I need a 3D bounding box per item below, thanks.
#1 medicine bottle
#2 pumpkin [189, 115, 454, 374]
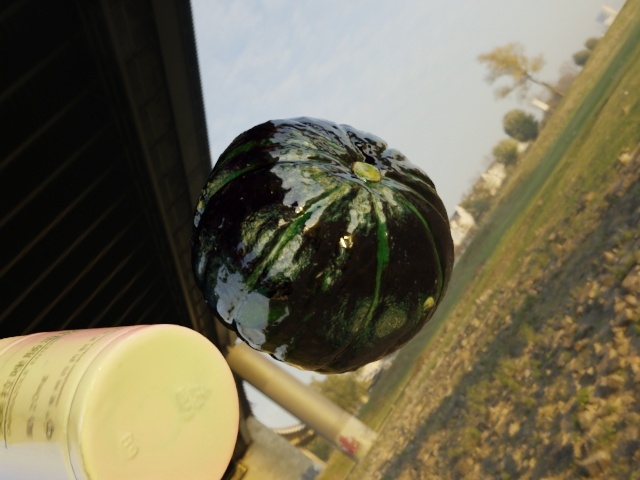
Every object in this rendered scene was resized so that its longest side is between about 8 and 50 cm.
[{"bbox_3d":[-0.211,0.154,0.587,0.254,0.152,0.152,-9,25,39],"label":"medicine bottle"},{"bbox_3d":[0.000,0.000,0.901,0.363,0.363,0.266,-44,-11,-48],"label":"pumpkin"}]
